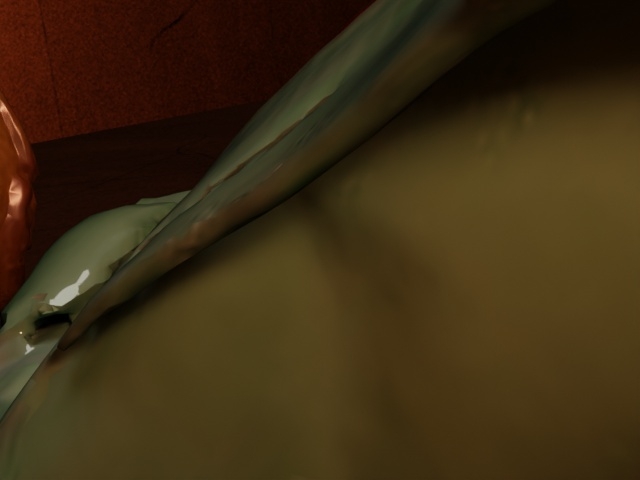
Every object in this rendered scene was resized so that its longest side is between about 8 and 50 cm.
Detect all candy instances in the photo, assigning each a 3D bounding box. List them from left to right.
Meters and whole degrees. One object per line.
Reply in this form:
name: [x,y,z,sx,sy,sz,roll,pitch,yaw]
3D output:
candy: [0.060,0.002,0.424,0.398,0.172,0.263,-19,7,30]

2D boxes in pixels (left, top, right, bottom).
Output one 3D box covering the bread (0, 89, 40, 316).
bread: [-0.212,-0.022,0.596,0.247,0.232,0.135,35,31,7]
